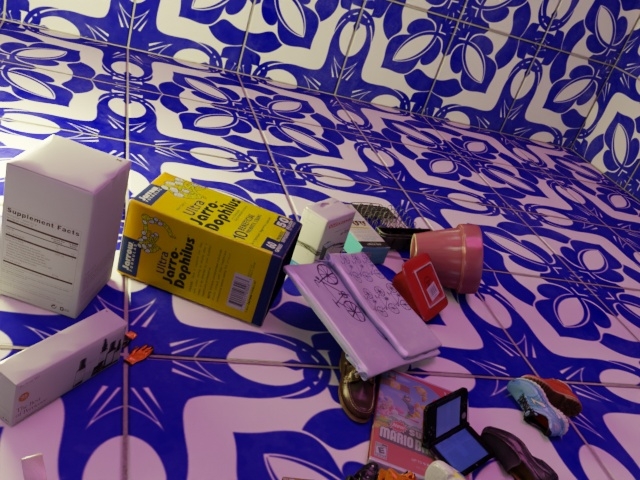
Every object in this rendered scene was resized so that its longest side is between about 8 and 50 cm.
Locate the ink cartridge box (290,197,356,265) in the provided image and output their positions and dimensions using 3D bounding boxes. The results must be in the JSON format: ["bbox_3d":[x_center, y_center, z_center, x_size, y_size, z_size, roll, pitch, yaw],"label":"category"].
[{"bbox_3d":[0.000,0.000,1.676,0.082,0.191,0.139,33,31,25],"label":"ink cartridge box"}]

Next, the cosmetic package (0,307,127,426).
[{"bbox_3d":[-0.444,0.211,1.115,0.060,0.099,0.239,29,30,18],"label":"cosmetic package"}]

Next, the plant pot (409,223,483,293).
[{"bbox_3d":[0.350,0.048,1.835,0.180,0.202,0.201,3,28,1],"label":"plant pot"}]

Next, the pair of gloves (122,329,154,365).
[{"bbox_3d":[-0.371,0.207,1.263,0.083,0.010,0.074,29,29,20],"label":"pair of gloves"}]

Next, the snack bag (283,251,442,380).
[{"bbox_3d":[0.099,0.151,1.461,0.342,0.037,0.323,-1,47,-53],"label":"snack bag"}]

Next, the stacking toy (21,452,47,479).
[{"bbox_3d":[-0.324,0.409,0.664,0.130,0.280,0.309,-10,40,-26],"label":"stacking toy"}]

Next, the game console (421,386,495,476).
[{"bbox_3d":[0.271,0.368,1.253,0.085,0.124,0.144,10,13,44],"label":"game console"}]

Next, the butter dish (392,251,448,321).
[{"bbox_3d":[0.239,0.130,1.689,0.160,0.118,0.160,-23,89,-54],"label":"butter dish"}]

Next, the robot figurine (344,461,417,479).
[{"bbox_3d":[0.112,0.478,1.005,0.211,0.085,0.291,23,29,6],"label":"robot figurine"}]

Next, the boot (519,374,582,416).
[{"bbox_3d":[0.537,0.353,1.537,0.157,0.059,0.085,27,24,-4],"label":"boot"}]

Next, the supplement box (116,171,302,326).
[{"bbox_3d":[-0.251,0.015,1.487,0.356,0.195,0.194,20,28,2],"label":"supplement box"}]

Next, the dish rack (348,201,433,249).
[{"bbox_3d":[0.207,-0.061,2.045,0.208,0.074,0.271,3,32,-30],"label":"dish rack"}]

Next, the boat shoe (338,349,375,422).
[{"bbox_3d":[0.077,0.282,1.349,0.073,0.073,0.207,15,29,-16],"label":"boat shoe"}]

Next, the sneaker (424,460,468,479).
[{"bbox_3d":[0.284,0.484,1.122,0.126,0.091,0.240,11,31,-45],"label":"sneaker"}]

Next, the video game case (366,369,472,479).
[{"bbox_3d":[0.204,0.379,1.302,0.203,0.025,0.285,21,27,0],"label":"video game case"}]

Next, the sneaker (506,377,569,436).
[{"bbox_3d":[0.477,0.373,1.452,0.073,0.064,0.162,-7,37,-35],"label":"sneaker"}]

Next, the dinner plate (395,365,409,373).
[{"bbox_3d":[0.141,0.258,1.493,0.141,0.017,0.141,14,28,-7],"label":"dinner plate"}]

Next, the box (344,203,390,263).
[{"bbox_3d":[0.098,-0.023,1.920,0.100,0.060,0.244,1,33,-31],"label":"box"}]

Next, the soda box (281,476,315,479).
[{"bbox_3d":[-0.032,0.453,0.981,0.058,0.061,0.181,12,29,-16],"label":"soda box"}]

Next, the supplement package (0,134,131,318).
[{"bbox_3d":[-0.513,-0.030,1.294,0.175,0.293,0.178,19,27,-1],"label":"supplement package"}]

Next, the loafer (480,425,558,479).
[{"bbox_3d":[0.386,0.436,1.282,0.170,0.062,0.061,34,36,28],"label":"loafer"}]
